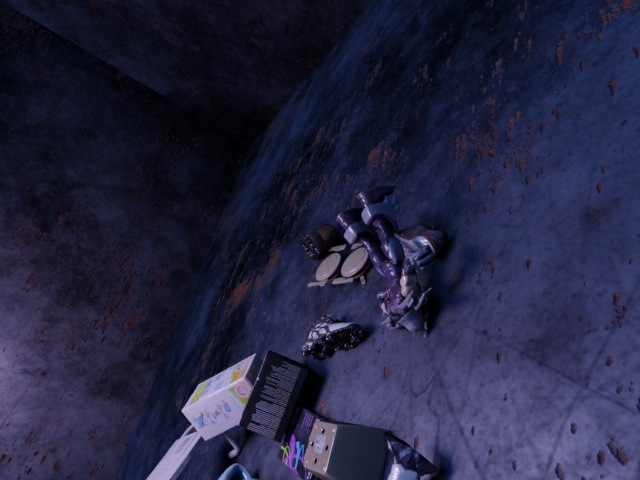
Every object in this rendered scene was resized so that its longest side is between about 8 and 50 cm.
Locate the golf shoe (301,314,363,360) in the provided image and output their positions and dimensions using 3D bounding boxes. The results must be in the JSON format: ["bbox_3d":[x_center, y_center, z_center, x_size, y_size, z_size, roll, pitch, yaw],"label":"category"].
[{"bbox_3d":[0.023,0.195,0.982,0.198,0.077,0.094,-34,35,48],"label":"golf shoe"}]

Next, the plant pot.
[{"bbox_3d":[0.036,0.352,0.740,0.109,0.096,0.109,-25,43,56],"label":"plant pot"}]

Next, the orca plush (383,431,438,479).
[{"bbox_3d":[0.053,0.414,0.631,0.102,0.151,0.288,76,-148,-75],"label":"orca plush"}]

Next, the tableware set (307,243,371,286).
[{"bbox_3d":[0.059,0.068,1.103,0.194,0.039,0.128,-14,40,55],"label":"tableware set"}]

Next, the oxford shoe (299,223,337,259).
[{"bbox_3d":[0.000,0.000,1.282,0.096,0.083,0.227,-33,7,-14],"label":"oxford shoe"}]

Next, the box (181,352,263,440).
[{"bbox_3d":[-0.225,0.394,1.138,0.203,0.103,0.114,-31,11,16],"label":"box"}]

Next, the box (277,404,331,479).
[{"bbox_3d":[-0.028,0.407,0.907,0.162,0.029,0.116,-13,52,61],"label":"box"}]

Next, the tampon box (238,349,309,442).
[{"bbox_3d":[-0.103,0.342,1.003,0.120,0.101,0.161,108,-175,-78],"label":"tampon box"}]

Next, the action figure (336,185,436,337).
[{"bbox_3d":[0.132,0.042,0.819,0.185,0.099,0.285,-54,49,50],"label":"action figure"}]

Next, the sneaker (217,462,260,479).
[{"bbox_3d":[-0.158,0.557,0.880,0.366,0.135,0.150,1,70,66],"label":"sneaker"}]

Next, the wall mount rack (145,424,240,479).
[{"bbox_3d":[-0.376,0.617,1.143,0.304,0.131,0.350,-30,8,25],"label":"wall mount rack"}]

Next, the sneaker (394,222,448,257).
[{"bbox_3d":[0.195,-0.002,0.882,0.064,0.061,0.158,-38,19,-13],"label":"sneaker"}]
